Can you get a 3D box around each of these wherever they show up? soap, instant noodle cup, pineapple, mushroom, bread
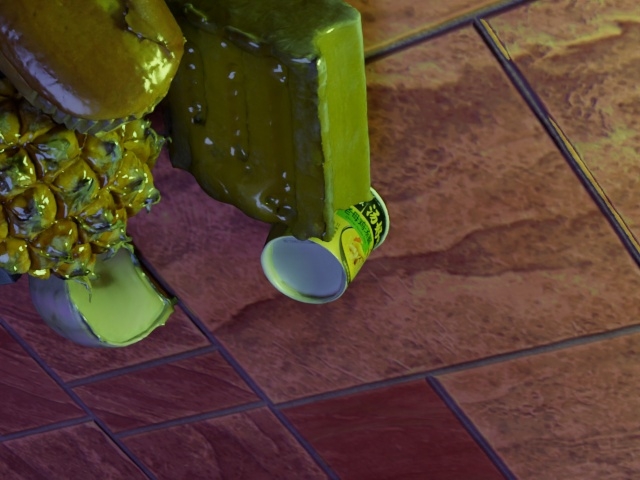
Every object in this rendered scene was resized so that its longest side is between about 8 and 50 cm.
[{"bbox_3d":[-0.071,-0.165,1.856,0.259,0.143,0.281,27,144,25],"label":"soap"},{"bbox_3d":[0.000,0.000,2.012,0.152,0.122,0.151,12,136,12],"label":"instant noodle cup"},{"bbox_3d":[-0.254,-0.093,1.821,0.209,0.344,0.286,47,114,13],"label":"pineapple"},{"bbox_3d":[-0.352,0.067,2.225,0.173,0.162,0.236,-11,125,32],"label":"mushroom"},{"bbox_3d":[-0.260,-0.250,1.682,0.288,0.204,0.156,56,160,-4],"label":"bread"}]

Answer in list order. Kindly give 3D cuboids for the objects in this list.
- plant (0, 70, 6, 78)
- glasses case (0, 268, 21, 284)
[{"bbox_3d":[-0.357,-0.220,1.928,0.142,0.164,0.256,53,153,-4],"label":"plant"},{"bbox_3d":[-0.530,0.037,2.369,0.205,0.047,0.070,-9,124,34],"label":"glasses case"}]
